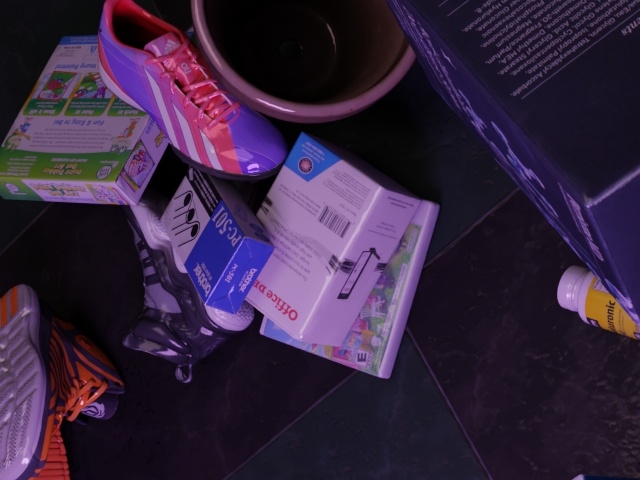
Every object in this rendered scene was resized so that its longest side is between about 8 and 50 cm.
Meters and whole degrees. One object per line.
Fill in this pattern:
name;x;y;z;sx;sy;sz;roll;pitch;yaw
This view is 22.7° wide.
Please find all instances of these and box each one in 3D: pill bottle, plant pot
pill bottle;0.308;0.062;1.653;0.116;0.065;0.065;18;92;38
plant pot;-0.025;-0.244;1.836;0.263;0.229;0.263;1;81;-9

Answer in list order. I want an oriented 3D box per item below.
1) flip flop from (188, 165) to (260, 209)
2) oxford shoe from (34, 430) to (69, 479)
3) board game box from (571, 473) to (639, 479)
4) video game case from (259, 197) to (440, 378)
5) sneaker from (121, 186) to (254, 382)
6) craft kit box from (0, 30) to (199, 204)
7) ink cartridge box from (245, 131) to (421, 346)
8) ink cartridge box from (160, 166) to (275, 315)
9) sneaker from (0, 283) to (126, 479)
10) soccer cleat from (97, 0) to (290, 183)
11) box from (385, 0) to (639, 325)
flip flop;-0.131;-0.141;2.008;0.112;0.080;0.277;2;82;37
oxford shoe;-0.410;0.376;2.073;0.133;0.130;0.363;-17;69;58
board game box;0.332;0.371;1.473;0.097;0.224;0.303;-43;60;24
video game case;0.032;0.036;1.888;0.193;0.023;0.212;17;91;38
sneaker;-0.205;0.055;2.009;0.153;0.101;0.268;-51;57;17
craft kit box;-0.292;-0.162;2.089;0.250;0.061;0.246;4;55;37
ink cartridge box;0.000;0.000;1.849;0.148;0.086;0.203;37;104;37
ink cartridge box;-0.124;-0.008;1.876;0.097;0.046;0.207;-58;32;17
sneaker;-0.326;0.200;2.006;0.124;0.180;0.321;-38;34;23
soccer cleat;-0.161;-0.183;1.916;0.318;0.109;0.116;39;148;31
box;0.255;-0.162;1.563;0.212;0.293;0.395;-38;58;1
